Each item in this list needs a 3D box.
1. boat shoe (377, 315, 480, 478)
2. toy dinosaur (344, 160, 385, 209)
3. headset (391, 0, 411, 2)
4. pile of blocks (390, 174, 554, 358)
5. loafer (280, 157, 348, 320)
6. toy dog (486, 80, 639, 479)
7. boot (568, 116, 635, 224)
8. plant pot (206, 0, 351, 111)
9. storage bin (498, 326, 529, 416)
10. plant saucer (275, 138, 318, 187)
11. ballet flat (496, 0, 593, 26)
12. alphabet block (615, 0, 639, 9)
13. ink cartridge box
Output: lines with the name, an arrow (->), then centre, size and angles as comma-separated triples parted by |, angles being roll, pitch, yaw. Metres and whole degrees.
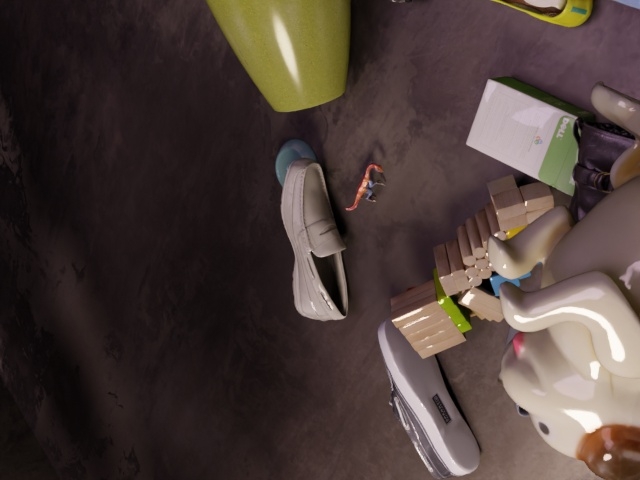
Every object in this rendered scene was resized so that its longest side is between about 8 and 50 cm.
boat shoe -> 0.170, 0.283, 1.409 | 0.102, 0.108, 0.301 | -34, 83, 43
toy dinosaur -> 0.086, -0.100, 1.418 | 0.047, 0.090, 0.082 | 29, 153, 20
headset -> 0.157, -0.487, 1.125 | 0.185, 0.243, 0.394 | 35, 153, 4
pile of blocks -> 0.254, 0.035, 1.275 | 0.362, 0.149, 0.112 | -51, 21, 30
loafer -> 0.000, 0.000, 1.503 | 0.112, 0.112, 0.319 | 6, 112, 39
toy dog -> 0.376, 0.074, 0.931 | 0.407, 0.396, 0.284 | -62, 20, 21
boot -> 0.431, -0.029, 1.039 | 0.263, 0.091, 0.228 | 23, 118, 21
plant pot -> -0.059, -0.384, 1.374 | 0.275, 0.275, 0.293 | 7, 121, 44
storage bin -> 0.337, 0.190, 1.232 | 0.091, 0.098, 0.135 | -127, 41, -60
plant saucer -> -0.053, -0.143, 1.574 | 0.119, 0.021, 0.119 | 13, 109, 43
ballet flat -> 0.284, -0.371, 1.140 | 0.231, 0.077, 0.077 | 37, 125, 33
alphabet block -> 0.387, -0.391, 0.949 | 0.193, 0.197, 0.192 | 37, 125, 33
ink cartridge box -> 0.329, -0.152, 1.161 | 0.209, 0.062, 0.108 | 33, 121, 31
